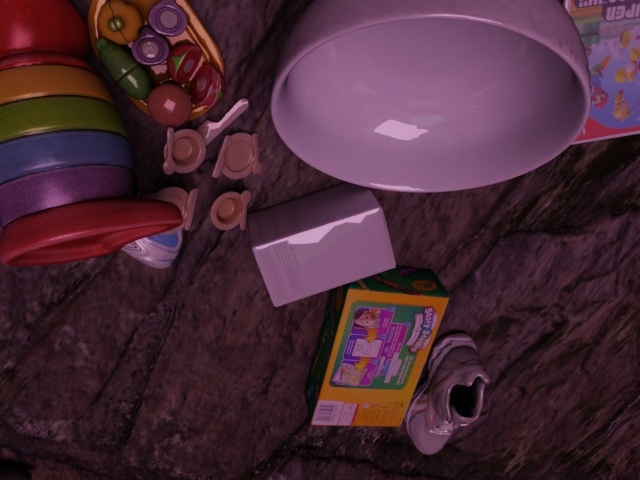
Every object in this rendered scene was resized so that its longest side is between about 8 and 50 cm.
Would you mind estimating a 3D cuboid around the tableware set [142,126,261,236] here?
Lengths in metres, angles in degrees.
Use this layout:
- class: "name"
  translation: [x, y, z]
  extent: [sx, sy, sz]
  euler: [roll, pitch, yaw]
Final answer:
- class: "tableware set"
  translation: [-0.147, -0.074, 0.697]
  extent: [0.168, 0.020, 0.141]
  euler: [-5, 115, -41]

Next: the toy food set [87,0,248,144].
- class: "toy food set"
  translation: [-0.180, -0.199, 0.636]
  extent: [0.128, 0.071, 0.218]
  euler: [-33, 119, 7]

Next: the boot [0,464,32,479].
- class: "boot"
  translation: [-0.569, 0.326, 0.851]
  extent: [0.189, 0.076, 0.209]
  euler: [0, 111, -14]

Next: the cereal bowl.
- class: "cereal bowl"
  translation: [0.116, -0.185, 0.606]
  extent: [0.338, 0.141, 0.339]
  euler: [5, 162, 2]

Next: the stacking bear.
- class: "stacking bear"
  translation: [-0.285, -0.131, 0.573]
  extent: [0.175, 0.164, 0.289]
  euler: [-17, 87, 31]

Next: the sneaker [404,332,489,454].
- class: "sneaker"
  translation: [0.223, 0.300, 0.958]
  extent: [0.099, 0.121, 0.263]
  euler: [3, 117, -12]

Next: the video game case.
- class: "video game case"
  translation: [0.416, -0.280, 0.739]
  extent: [0.203, 0.025, 0.286]
  euler: [-10, 120, -6]

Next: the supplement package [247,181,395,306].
- class: "supplement package"
  translation: [0.000, 0.000, 0.761]
  extent: [0.179, 0.105, 0.105]
  euler: [-18, 120, 0]

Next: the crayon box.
- class: "crayon box"
  translation: [0.084, 0.178, 0.886]
  extent: [0.165, 0.081, 0.279]
  euler: [7, 116, -15]

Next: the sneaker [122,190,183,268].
- class: "sneaker"
  translation: [-0.293, -0.040, 0.703]
  extent: [0.237, 0.085, 0.086]
  euler: [23, 85, -18]
